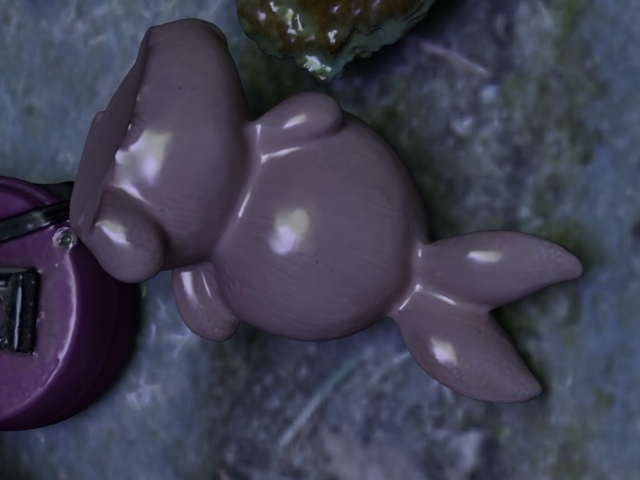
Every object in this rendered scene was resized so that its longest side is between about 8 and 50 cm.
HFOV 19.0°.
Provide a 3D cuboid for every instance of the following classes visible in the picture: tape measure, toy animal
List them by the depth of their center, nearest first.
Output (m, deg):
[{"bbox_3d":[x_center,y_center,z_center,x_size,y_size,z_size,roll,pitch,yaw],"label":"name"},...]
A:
[{"bbox_3d":[0.000,-0.001,0.812,0.212,0.124,0.124,26,95,-10],"label":"toy animal"},{"bbox_3d":[-0.149,0.027,0.871,0.125,0.074,0.118,0,86,24],"label":"tape measure"}]

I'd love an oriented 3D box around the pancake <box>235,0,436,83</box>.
[{"bbox_3d":[-0.004,-0.166,0.815,0.376,0.054,0.197,-1,97,31],"label":"pancake"}]
